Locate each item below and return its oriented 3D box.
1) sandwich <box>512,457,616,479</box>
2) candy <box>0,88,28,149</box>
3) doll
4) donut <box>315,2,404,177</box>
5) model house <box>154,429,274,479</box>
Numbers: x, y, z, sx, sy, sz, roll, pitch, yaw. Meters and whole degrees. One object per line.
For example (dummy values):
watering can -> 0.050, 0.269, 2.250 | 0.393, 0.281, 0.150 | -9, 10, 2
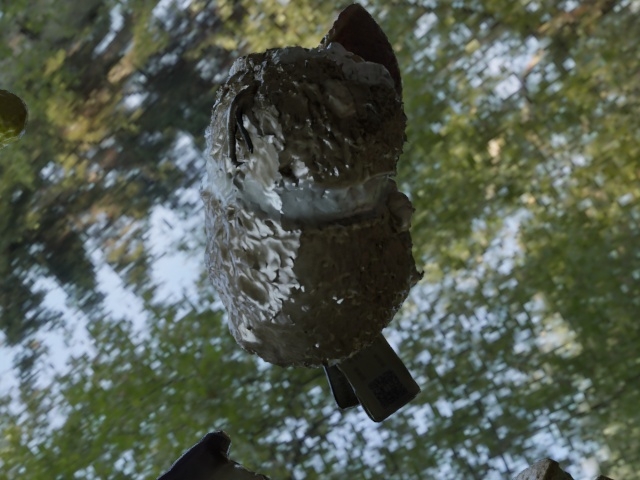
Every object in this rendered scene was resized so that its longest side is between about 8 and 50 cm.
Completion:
sandwich -> 0.229, 0.290, 1.284 | 0.122, 0.236, 0.128 | 37, -104, -28
candy -> -0.386, -0.116, 1.314 | 0.199, 0.094, 0.106 | -2, -116, 0
doll -> -0.005, 0.001, 0.685 | 0.105, 0.221, 0.115 | 24, -132, 34
donut -> 0.036, -0.145, 1.372 | 0.144, 0.126, 0.186 | 32, -102, 6
model house -> -0.041, 0.275, 0.715 | 0.245, 0.280, 0.312 | -44, -56, -24
